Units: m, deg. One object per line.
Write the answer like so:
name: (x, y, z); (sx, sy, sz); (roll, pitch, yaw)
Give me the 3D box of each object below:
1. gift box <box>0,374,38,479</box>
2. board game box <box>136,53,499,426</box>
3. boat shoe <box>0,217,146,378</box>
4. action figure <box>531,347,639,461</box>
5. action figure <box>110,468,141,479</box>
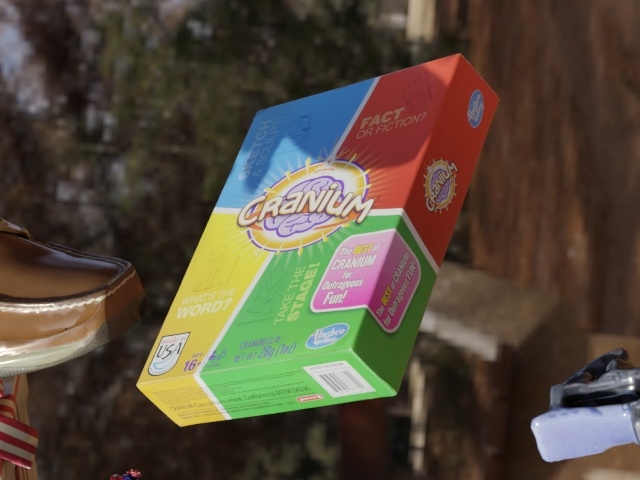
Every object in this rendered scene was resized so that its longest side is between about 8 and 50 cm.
gift box: (-0.402, 0.270, 1.906); (0.276, 0.255, 0.258); (-107, 11, -63)
board game box: (0.000, 0.000, 1.581); (0.064, 0.242, 0.316); (46, -132, -32)
boat shoe: (-0.283, 0.022, 1.346); (0.122, 0.324, 0.120); (-45, -50, -55)
action figure: (0.235, -0.027, 0.811); (0.178, 0.341, 0.330); (64, -169, -46)
action figure: (-0.182, 0.245, 1.835); (0.115, 0.030, 0.038); (8, 76, 65)
